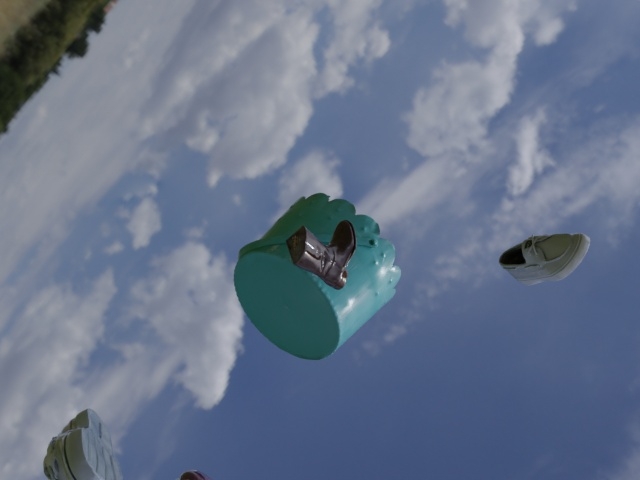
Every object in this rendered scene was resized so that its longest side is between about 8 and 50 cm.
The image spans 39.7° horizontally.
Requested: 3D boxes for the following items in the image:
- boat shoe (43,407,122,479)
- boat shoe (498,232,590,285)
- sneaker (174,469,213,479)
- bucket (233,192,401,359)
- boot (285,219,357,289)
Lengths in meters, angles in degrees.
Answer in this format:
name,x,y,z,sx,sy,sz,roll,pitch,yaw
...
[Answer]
name,x,y,z,sx,sy,sz,roll,pitch,yaw
boat shoe,-0.289,0.267,1.055,0.076,0.083,0.226,-37,-173,-9
boat shoe,0.324,0.019,1.301,0.066,0.063,0.184,-65,-170,-13
sneaker,-0.060,0.234,0.750,0.084,0.185,0.069,-25,-129,-2
bucket,-0.014,0.070,1.629,0.281,0.281,0.183,-19,-162,49
boot,0.000,0.000,1.176,0.037,0.114,0.106,-13,-121,35
